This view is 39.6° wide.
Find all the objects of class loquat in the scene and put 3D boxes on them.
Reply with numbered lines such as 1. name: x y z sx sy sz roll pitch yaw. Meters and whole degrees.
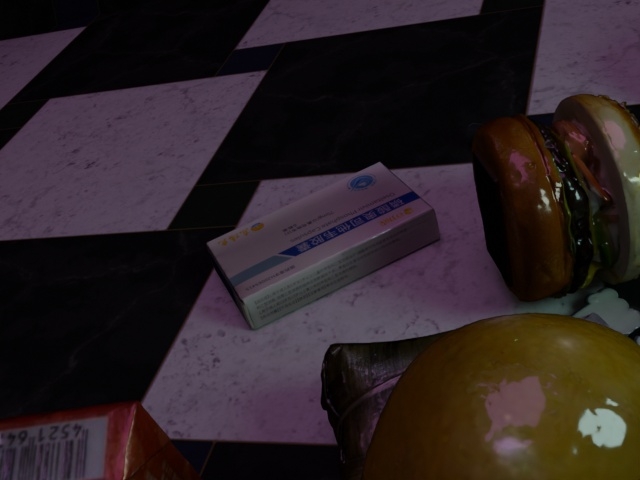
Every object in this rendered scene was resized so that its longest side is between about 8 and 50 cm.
1. loquat: 0.213 0.225 0.811 0.359 0.328 0.328 14 45 46

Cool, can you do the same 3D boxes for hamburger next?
1. hamburger: 0.339 -0.056 1.213 0.225 0.291 0.291 -13 34 -2

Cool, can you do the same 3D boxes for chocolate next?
1. chocolate: -0.278 0.298 1.041 0.237 0.235 0.108 -11 48 9

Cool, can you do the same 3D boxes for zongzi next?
1. zongzi: 0.143 0.229 1.022 0.286 0.134 0.288 -13 40 11

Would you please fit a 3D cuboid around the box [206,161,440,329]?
1. box: 0.000 0.000 1.466 0.343 0.065 0.200 -25 35 -10

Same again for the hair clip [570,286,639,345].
1. hair clip: 0.375 0.138 1.116 0.140 0.054 0.220 -30 33 -9

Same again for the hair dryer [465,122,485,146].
1. hair dryer: 0.296 -0.132 1.541 0.173 0.050 0.195 13 48 42
